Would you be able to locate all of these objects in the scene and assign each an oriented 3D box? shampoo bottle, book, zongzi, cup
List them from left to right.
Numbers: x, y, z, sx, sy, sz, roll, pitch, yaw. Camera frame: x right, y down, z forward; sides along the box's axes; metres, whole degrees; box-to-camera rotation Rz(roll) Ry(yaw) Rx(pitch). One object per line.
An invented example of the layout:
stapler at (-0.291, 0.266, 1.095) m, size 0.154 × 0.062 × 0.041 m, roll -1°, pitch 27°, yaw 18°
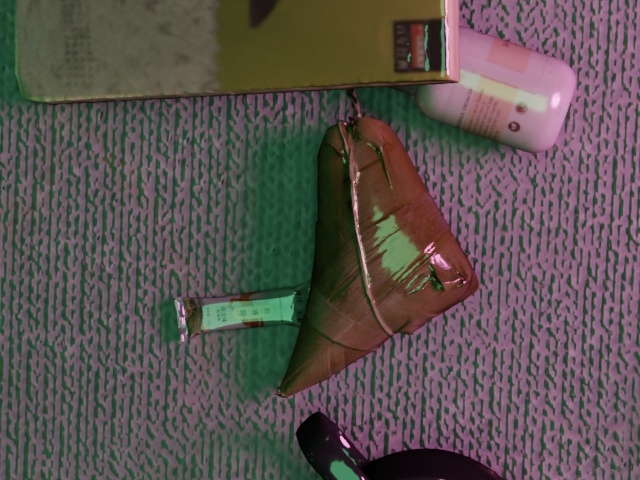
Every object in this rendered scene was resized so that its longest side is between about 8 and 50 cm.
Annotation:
book at (-0.071, -0.223, 1.430) m, size 0.352 × 0.035 × 0.239 m, roll -1°, pitch 92°, yaw 24°
zongzi at (0.000, 0.000, 1.474) m, size 0.178 × 0.081 × 0.189 m, roll -31°, pitch 85°, yaw 12°
cup at (0.057, 0.218, 1.421) m, size 0.169 × 0.176 × 0.223 m, roll -41°, pitch 87°, yaw 3°
shampoo bottle at (0.090, -0.125, 1.463) m, size 0.192 × 0.074 × 0.074 m, roll 20°, pitch 93°, yaw 4°

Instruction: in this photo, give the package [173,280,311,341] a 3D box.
package at (-0.055, 0.054, 1.503) m, size 0.110 × 0.015 × 0.037 m, roll -6°, pitch 86°, yaw 1°
